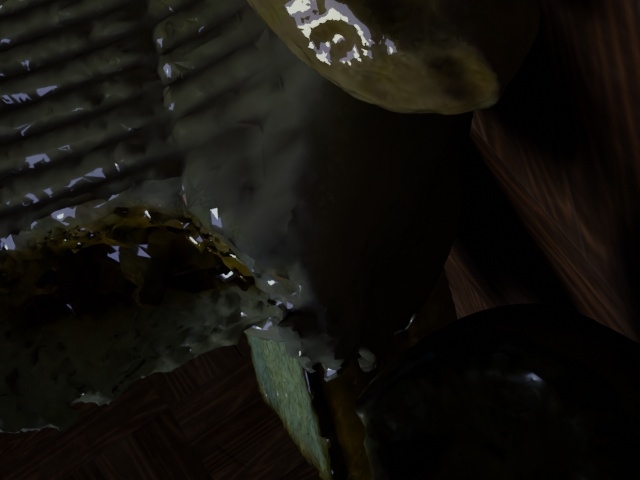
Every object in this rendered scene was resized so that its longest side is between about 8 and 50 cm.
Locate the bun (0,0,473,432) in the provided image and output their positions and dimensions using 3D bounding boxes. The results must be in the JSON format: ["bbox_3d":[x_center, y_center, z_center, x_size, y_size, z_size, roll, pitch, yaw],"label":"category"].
[{"bbox_3d":[-0.053,-0.051,0.728,0.281,0.281,0.205,54,-166,27],"label":"bun"}]

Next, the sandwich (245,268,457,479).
[{"bbox_3d":[0.002,0.000,0.969,0.273,0.095,0.249,-158,54,-80],"label":"sandwich"}]

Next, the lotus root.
[{"bbox_3d":[0.125,0.125,0.670,0.260,0.149,0.267,56,-177,-41],"label":"lotus root"}]

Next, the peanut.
[{"bbox_3d":[-0.010,-0.135,0.545,0.226,0.095,0.108,55,178,0],"label":"peanut"}]
